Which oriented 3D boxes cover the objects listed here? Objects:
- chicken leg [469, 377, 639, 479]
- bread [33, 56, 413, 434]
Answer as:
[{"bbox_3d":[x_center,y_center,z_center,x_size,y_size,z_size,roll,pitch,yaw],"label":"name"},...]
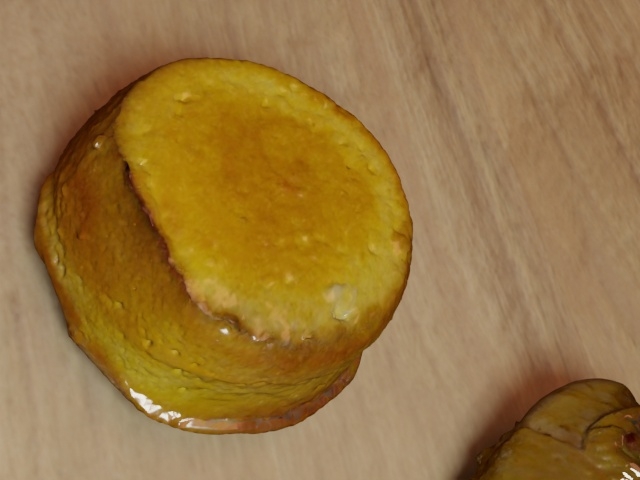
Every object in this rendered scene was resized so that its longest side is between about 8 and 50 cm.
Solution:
[{"bbox_3d":[0.187,0.315,0.934,0.409,0.182,0.295,-33,102,-36],"label":"chicken leg"},{"bbox_3d":[-0.065,-0.002,0.913,0.312,0.172,0.312,14,58,-24],"label":"bread"}]
